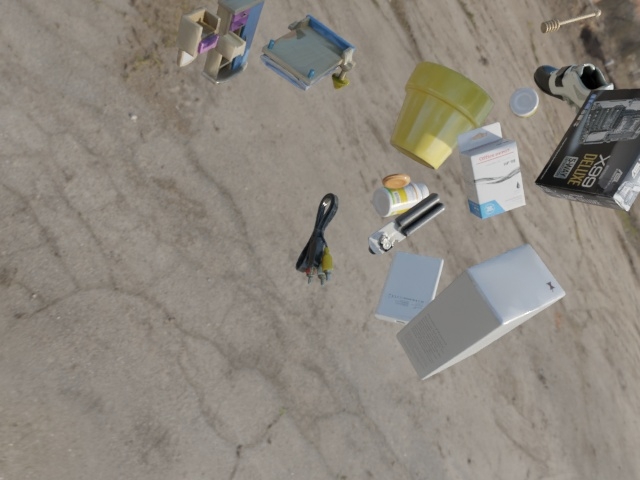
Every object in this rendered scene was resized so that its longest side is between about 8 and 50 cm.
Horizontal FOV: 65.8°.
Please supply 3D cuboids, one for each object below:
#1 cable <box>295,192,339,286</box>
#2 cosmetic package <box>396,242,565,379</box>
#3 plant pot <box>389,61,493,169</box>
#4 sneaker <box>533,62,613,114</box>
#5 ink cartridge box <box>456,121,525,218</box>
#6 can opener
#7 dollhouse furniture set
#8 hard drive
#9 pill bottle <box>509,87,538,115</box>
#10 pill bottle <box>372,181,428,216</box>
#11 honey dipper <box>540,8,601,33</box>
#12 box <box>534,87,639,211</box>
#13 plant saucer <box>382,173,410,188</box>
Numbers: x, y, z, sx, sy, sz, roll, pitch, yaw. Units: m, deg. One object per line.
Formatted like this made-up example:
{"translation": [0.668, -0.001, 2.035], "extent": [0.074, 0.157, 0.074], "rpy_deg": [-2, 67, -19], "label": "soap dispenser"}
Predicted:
{"translation": [0.000, 0.000, 1.527], "extent": [0.072, 0.139, 0.288], "rpy_deg": [27, 65, -35], "label": "cable"}
{"translation": [0.413, 0.212, 1.364], "extent": [0.229, 0.453, 0.162], "rpy_deg": [-17, 66, -26], "label": "cosmetic package"}
{"translation": [0.332, -0.349, 1.446], "extent": [0.253, 0.239, 0.254], "rpy_deg": [29, 8, -4], "label": "plant pot"}
{"translation": [0.839, -0.532, 1.625], "extent": [0.146, 0.122, 0.331], "rpy_deg": [76, -12, -46], "label": "sneaker"}
{"translation": [0.363, -0.149, 1.056], "extent": [0.060, 0.104, 0.180], "rpy_deg": [-114, -175, -69], "label": "ink cartridge box"}
{"translation": [0.266, -0.055, 1.582], "extent": [0.074, 0.280, 0.093], "rpy_deg": [56, -1, -17], "label": "can opener"}
{"translation": [-0.118, -0.373, 1.105], "extent": [0.303, 0.198, 0.286], "rpy_deg": [35, 48, 3], "label": "dollhouse furniture set"}
{"translation": [0.354, 0.189, 1.959], "extent": [0.040, 0.202, 0.308], "rpy_deg": [74, 33, -50], "label": "hard drive"}
{"translation": [0.494, -0.330, 1.197], "extent": [0.116, 0.065, 0.065], "rpy_deg": [-19, 88, -64], "label": "pill bottle"}
{"translation": [0.376, -0.197, 2.287], "extent": [0.245, 0.136, 0.137], "rpy_deg": [-14, 84, -28], "label": "pill bottle"}
{"translation": [0.660, -0.581, 1.300], "extent": [0.030, 0.160, 0.031], "rpy_deg": [163, -90, -86], "label": "honey dipper"}
{"translation": [0.738, -0.240, 1.268], "extent": [0.076, 0.242, 0.308], "rpy_deg": [32, 91, -27], "label": "box"}
{"translation": [0.225, -0.174, 1.469], "extent": [0.083, 0.083, 0.014], "rpy_deg": [20, 62, -46], "label": "plant saucer"}
